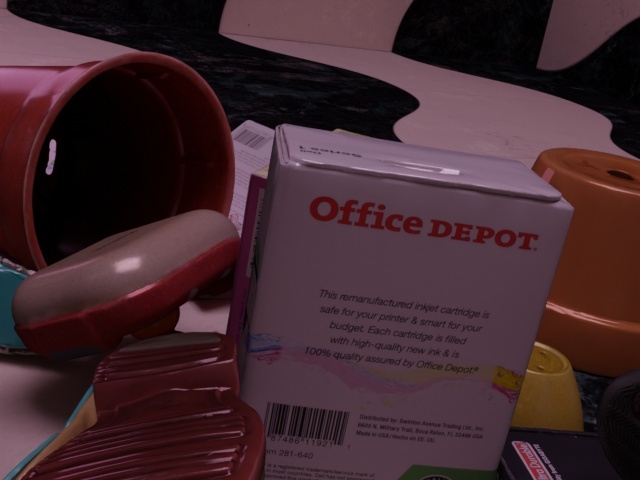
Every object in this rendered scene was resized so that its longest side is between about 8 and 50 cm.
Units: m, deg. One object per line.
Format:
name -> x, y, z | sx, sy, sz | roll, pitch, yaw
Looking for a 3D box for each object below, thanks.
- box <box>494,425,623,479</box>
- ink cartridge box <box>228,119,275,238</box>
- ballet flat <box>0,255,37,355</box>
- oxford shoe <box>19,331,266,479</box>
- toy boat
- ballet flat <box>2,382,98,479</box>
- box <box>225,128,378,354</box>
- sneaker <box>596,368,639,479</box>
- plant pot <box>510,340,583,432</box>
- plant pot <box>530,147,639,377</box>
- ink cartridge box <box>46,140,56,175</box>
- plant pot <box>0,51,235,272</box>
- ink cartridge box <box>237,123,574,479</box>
box -> 0.287, 0.244, 0.624 | 0.293, 0.073, 0.295 | 8, 19, -11
ink cartridge box -> -0.100, -0.035, 1.107 | 0.239, 0.060, 0.275 | -41, 37, -15
ballet flat -> -0.340, 0.051, 0.827 | 0.241, 0.091, 0.077 | 14, -7, -3
oxford shoe -> -0.081, 0.155, 0.492 | 0.123, 0.130, 0.348 | -8, 11, 1
toy boat -> -0.146, 0.066, 0.785 | 0.151, 0.151, 0.231 | -14, 10, 27
ballet flat -> -0.163, 0.160, 0.619 | 0.073, 0.080, 0.232 | 26, 22, 1
box -> 0.013, 0.022, 0.873 | 0.117, 0.214, 0.243 | 16, 21, 15
sneaker -> 0.330, 0.157, 0.662 | 0.281, 0.106, 0.162 | 23, 13, 4
plant pot -> 0.179, 0.144, 0.800 | 0.134, 0.095, 0.134 | 10, 19, -3
plant pot -> 0.342, 0.012, 1.088 | 0.291, 0.203, 0.291 | 10, 21, -4
ink cartridge box -> -0.342, -0.104, 1.244 | 0.255, 0.097, 0.189 | -40, 44, -21
plant pot -> -0.282, -0.080, 0.973 | 0.265, 0.272, 0.272 | 15, 19, 36
ink cartridge box -> 0.044, 0.068, 0.672 | 0.201, 0.278, 0.117 | 8, 20, -8
